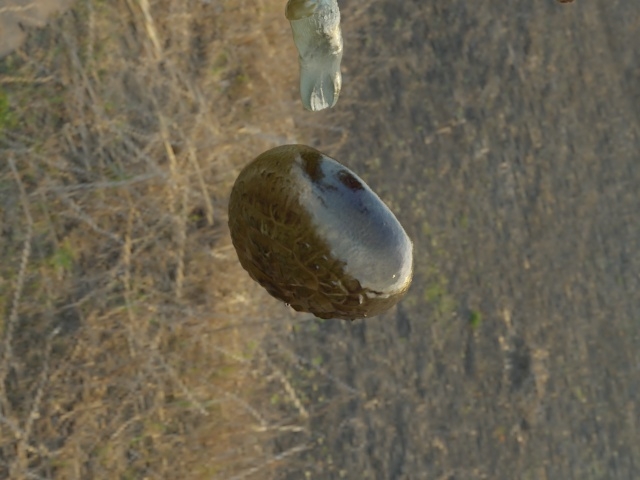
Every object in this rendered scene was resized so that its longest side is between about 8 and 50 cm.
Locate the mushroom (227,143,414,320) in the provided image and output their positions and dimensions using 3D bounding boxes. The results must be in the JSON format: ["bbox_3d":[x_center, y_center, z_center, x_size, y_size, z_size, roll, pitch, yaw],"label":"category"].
[{"bbox_3d":[0.000,0.000,1.315,0.153,0.253,0.253,-54,126,-24],"label":"mushroom"}]

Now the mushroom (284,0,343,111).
[{"bbox_3d":[-0.003,-0.210,1.207,0.202,0.059,0.054,80,-10,-63],"label":"mushroom"}]

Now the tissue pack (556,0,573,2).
[{"bbox_3d":[0.253,-0.399,1.305,0.183,0.092,0.226,60,16,18],"label":"tissue pack"}]
